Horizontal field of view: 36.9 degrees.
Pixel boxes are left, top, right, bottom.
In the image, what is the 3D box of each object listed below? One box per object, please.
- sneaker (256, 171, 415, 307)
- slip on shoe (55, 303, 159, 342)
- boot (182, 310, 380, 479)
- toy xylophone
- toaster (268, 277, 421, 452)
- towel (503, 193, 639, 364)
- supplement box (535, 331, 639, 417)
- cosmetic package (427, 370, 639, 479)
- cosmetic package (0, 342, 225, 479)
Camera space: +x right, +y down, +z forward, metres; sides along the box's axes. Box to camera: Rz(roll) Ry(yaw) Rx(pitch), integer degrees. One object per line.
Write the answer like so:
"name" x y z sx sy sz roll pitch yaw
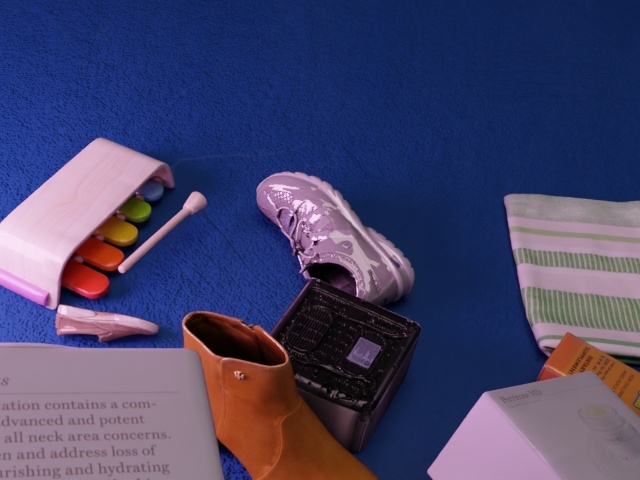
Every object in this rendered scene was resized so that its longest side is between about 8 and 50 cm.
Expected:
"sneaker" 0.000 0.000 1.375 0.281 0.105 0.115 37 52 26
"slip on shoe" -0.283 0.115 1.272 0.135 0.051 0.041 11 84 -8
"boot" -0.039 0.208 1.085 0.295 0.211 0.104 25 48 17
"toy xylophone" -0.316 -0.029 1.381 0.236 0.081 0.323 29 49 21
"toaster" 0.017 0.160 1.211 0.168 0.110 0.185 22 46 16
"towel" 0.414 0.049 1.426 0.248 0.038 0.325 4 45 -2
"supplement box" 0.395 0.216 1.226 0.233 0.080 0.078 31 52 19
"cosmetic package" 0.284 0.275 1.058 0.224 0.138 0.224 -1 38 -44
"cosmetic package" -0.261 0.335 0.807 0.329 0.327 0.393 4 43 -22
